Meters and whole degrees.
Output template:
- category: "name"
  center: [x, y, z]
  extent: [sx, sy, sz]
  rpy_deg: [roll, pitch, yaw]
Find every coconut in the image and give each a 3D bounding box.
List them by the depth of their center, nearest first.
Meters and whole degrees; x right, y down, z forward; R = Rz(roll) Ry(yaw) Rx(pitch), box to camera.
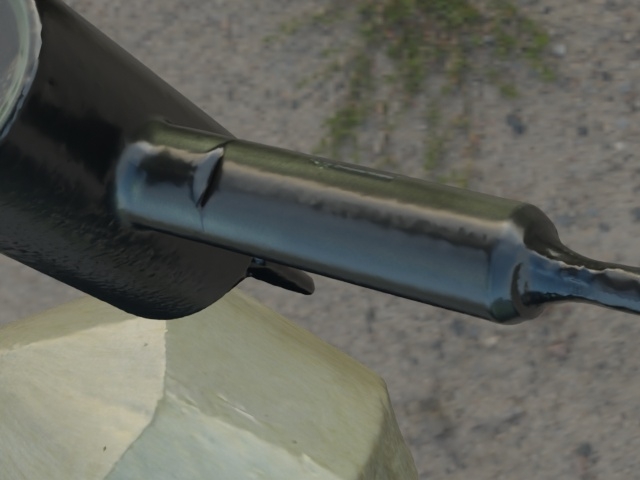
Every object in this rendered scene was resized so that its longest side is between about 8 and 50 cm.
- category: "coconut"
  center: [-0.073, 0.115, 0.803]
  extent: [0.222, 0.202, 0.202]
  rpy_deg: [27, 115, -4]

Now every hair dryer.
- category: "hair dryer"
  center: [0.000, 0.000, 0.532]
  extent: [0.248, 0.195, 0.078]
  rpy_deg: [17, 81, 31]
